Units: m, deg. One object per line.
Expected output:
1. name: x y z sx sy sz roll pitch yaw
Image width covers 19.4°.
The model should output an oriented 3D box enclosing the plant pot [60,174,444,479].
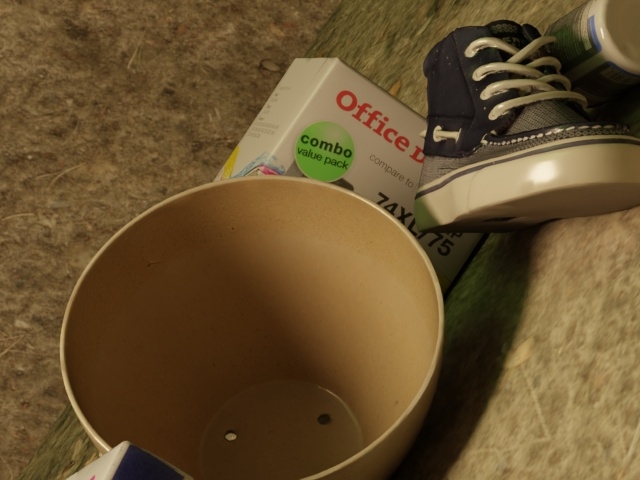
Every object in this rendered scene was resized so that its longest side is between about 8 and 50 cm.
1. plant pot: -0.042 0.118 1.446 0.191 0.284 0.284 81 -150 -52

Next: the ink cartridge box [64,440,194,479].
1. ink cartridge box: -0.235 0.322 1.302 0.330 0.071 0.324 -36 25 56

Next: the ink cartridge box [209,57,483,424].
1. ink cartridge box: 0.000 0.000 1.657 0.270 0.198 0.197 -56 11 -2

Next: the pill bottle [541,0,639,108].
1. pill bottle: 0.220 -0.150 1.484 0.078 0.078 0.137 -61 13 -23

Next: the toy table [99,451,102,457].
1. toy table: -0.164 0.283 1.636 0.274 0.161 0.252 -59 12 -22

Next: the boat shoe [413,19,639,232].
1. boat shoe: 0.144 -0.094 1.387 0.340 0.127 0.158 166 103 -73
